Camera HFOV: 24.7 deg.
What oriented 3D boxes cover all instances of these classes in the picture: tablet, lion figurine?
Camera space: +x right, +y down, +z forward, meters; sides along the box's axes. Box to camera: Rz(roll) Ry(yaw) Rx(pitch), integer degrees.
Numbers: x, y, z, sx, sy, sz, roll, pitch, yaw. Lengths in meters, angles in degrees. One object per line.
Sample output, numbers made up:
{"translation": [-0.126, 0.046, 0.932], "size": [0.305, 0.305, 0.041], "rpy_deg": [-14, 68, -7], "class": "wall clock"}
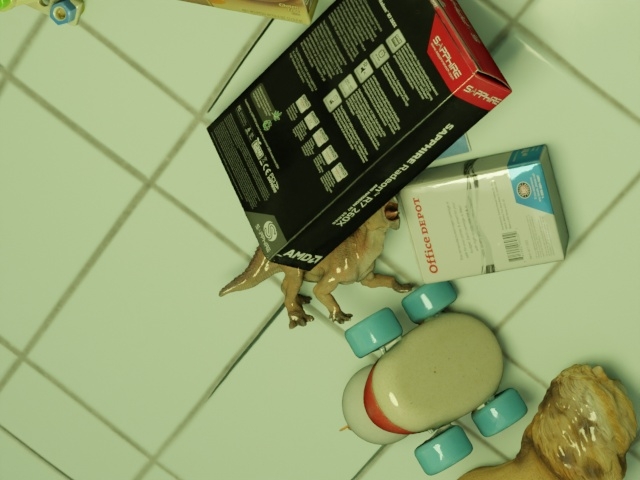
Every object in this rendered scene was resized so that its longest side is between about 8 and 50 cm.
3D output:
{"translation": [0.151, -0.131, 1.918], "size": [0.083, 0.006, 0.054], "rpy_deg": [-13, 109, 20], "class": "tablet"}
{"translation": [0.288, 0.342, 2.010], "size": [0.392, 0.142, 0.240], "rpy_deg": [-35, 93, 29], "class": "lion figurine"}

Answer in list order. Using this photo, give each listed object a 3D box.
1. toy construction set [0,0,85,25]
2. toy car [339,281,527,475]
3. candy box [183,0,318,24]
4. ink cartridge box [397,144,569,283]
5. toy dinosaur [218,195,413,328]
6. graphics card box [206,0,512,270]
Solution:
{"translation": [-0.482, -0.375, 1.915], "size": [0.328, 0.151, 0.215], "rpy_deg": [-4, 112, 5], "class": "toy construction set"}
{"translation": [0.116, 0.204, 1.998], "size": [0.219, 0.210, 0.238], "rpy_deg": [59, 146, 5], "class": "toy car"}
{"translation": [-0.161, -0.372, 1.796], "size": [0.316, 0.087, 0.183], "rpy_deg": [13, 159, 12], "class": "candy box"}
{"translation": [0.213, -0.033, 1.901], "size": [0.191, 0.082, 0.139], "rpy_deg": [-10, 109, 20], "class": "ink cartridge box"}
{"translation": [0.000, 0.000, 1.953], "size": [0.296, 0.127, 0.200], "rpy_deg": [-6, 107, 25], "class": "toy dinosaur"}
{"translation": [0.039, -0.162, 1.823], "size": [0.371, 0.094, 0.233], "rpy_deg": [-42, 57, 24], "class": "graphics card box"}
